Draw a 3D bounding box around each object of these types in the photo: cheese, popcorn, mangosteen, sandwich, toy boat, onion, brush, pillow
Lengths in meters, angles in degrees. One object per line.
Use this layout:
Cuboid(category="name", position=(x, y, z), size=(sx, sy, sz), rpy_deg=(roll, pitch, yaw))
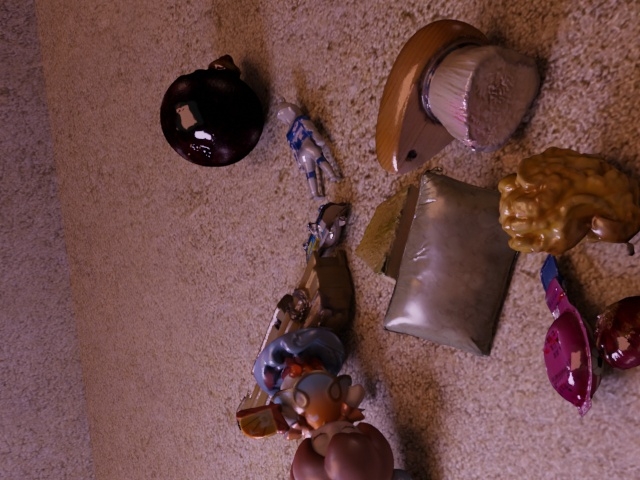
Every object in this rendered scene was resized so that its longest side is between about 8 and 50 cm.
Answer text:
Cuboid(category="cheese", position=(0.361, 0.137, 1.569), size=(0.155, 0.062, 0.244), rpy_deg=(99, 164, -60))
Cuboid(category="popcorn", position=(0.341, -0.058, 1.481), size=(0.163, 0.194, 0.140), rpy_deg=(-83, -14, -60))
Cuboid(category="mangosteen", position=(-0.226, -0.287, 2.314), size=(0.228, 0.228, 0.265), rpy_deg=(-31, 39, 55))
Cuboid(category="sandwich", position=(0.111, 0.013, 1.876), size=(0.162, 0.058, 0.193), rpy_deg=(-36, 29, 54))
Cuboid(category="toy boat", position=(0.000, 0.000, 2.123), size=(0.066, 0.084, 0.210), rpy_deg=(29, 143, 5))
Cuboid(category="onion", position=(0.422, 0.127, 1.461), size=(0.107, 0.097, 0.107), rpy_deg=(-58, 14, 23))
Cuboid(category="toy boat", position=(-0.048, 0.210, 2.184), size=(0.162, 0.136, 0.445), rpy_deg=(55, 132, 42))
Cuboid(category="brush", position=(0.197, -0.199, 1.656), size=(0.166, 0.174, 0.266), rpy_deg=(45, 110, 44))
Cuboid(category="pillow", position=(0.219, 0.039, 1.716), size=(0.075, 0.185, 0.302), rpy_deg=(-61, -15, -63))

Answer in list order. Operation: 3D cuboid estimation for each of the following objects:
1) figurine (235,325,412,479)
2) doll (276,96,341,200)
Cuboid(category="figurine", position=(0.009, 0.380, 1.969), size=(0.388, 0.277, 0.248), rpy_deg=(-118, 16, -46))
Cuboid(category="doll", position=(-0.029, -0.200, 2.150), size=(0.227, 0.057, 0.114), rpy_deg=(63, 148, 16))
